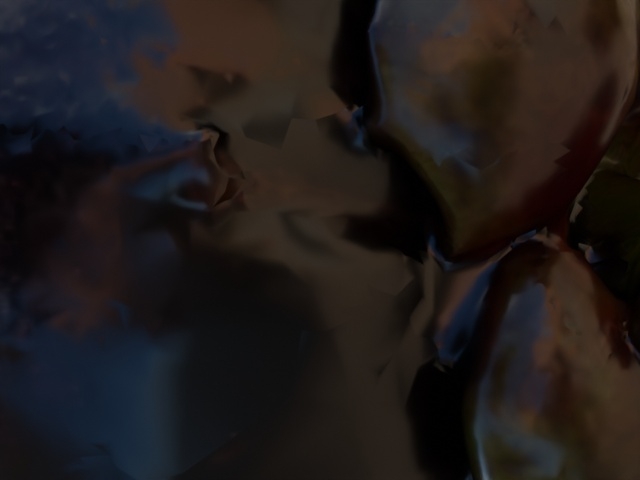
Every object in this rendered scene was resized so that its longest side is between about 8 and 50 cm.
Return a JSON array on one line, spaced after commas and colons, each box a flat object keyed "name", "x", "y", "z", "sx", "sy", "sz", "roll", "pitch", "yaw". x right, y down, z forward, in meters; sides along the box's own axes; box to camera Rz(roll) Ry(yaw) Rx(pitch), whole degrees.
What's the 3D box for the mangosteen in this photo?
[{"name": "mangosteen", "x": 0.000, "y": 0.000, "z": 0.508, "sx": 0.347, "sy": 0.307, "sz": 0.306, "roll": 4, "pitch": 93, "yaw": 29}]
